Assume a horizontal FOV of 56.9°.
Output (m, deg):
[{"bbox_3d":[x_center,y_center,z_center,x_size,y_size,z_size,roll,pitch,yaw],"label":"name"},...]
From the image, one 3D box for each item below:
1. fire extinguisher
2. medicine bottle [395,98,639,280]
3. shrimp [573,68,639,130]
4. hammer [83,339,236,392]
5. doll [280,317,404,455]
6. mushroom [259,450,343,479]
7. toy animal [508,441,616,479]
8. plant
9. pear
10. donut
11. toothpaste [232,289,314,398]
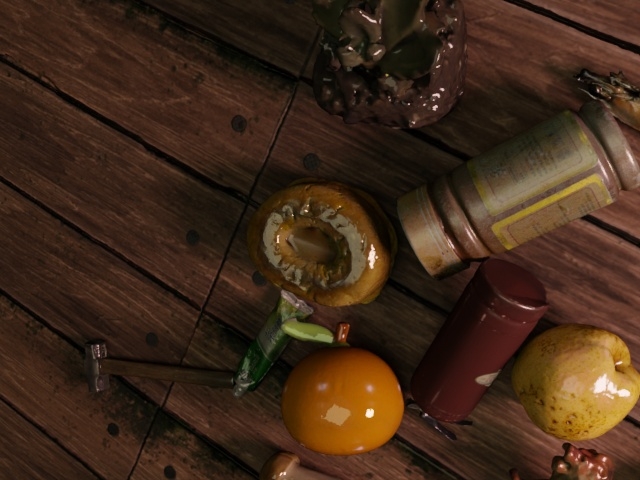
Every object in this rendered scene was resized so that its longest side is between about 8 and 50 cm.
[{"bbox_3d":[0.237,0.193,0.942,0.135,0.114,0.337,24,123,0],"label":"fire extinguisher"},{"bbox_3d":[0.290,-0.071,0.890,0.322,0.151,0.151,-28,86,22],"label":"medicine bottle"},{"bbox_3d":[0.516,-0.235,0.842,0.262,0.051,0.198,30,100,13],"label":"shrimp"},{"bbox_3d":[-0.342,0.280,1.245,0.365,0.043,0.111,1,97,20],"label":"hammer"},{"bbox_3d":[0.034,0.244,1.014,0.213,0.213,0.236,-9,79,22],"label":"doll"},{"bbox_3d":[0.037,0.513,1.081,0.350,0.128,0.128,32,107,19],"label":"mushroom"},{"bbox_3d":[0.402,0.435,0.917,0.158,0.097,0.312,-21,112,18],"label":"toy animal"},{"bbox_3d":[0.098,-0.269,0.858,0.215,0.312,0.213,11,104,17],"label":"plant"},{"bbox_3d":[0.381,0.206,0.882,0.178,0.178,0.178,3,98,21],"label":"pear"},{"bbox_3d":[0.000,0.000,1.027,0.261,0.128,0.208,15,101,18],"label":"donut"},{"bbox_3d":[-0.103,0.206,1.139,0.078,0.047,0.248,36,106,12],"label":"toothpaste"}]
